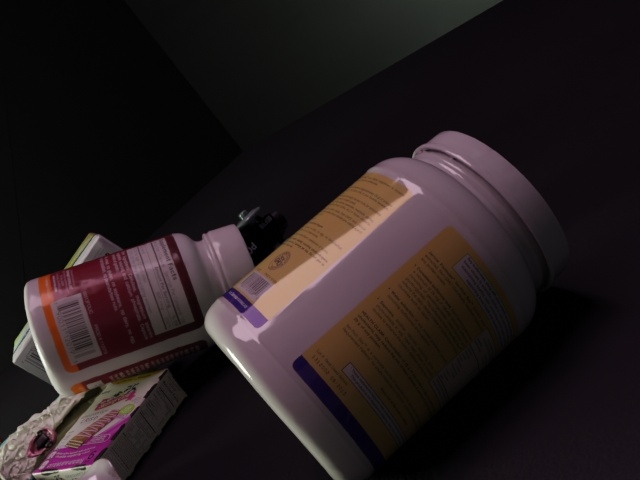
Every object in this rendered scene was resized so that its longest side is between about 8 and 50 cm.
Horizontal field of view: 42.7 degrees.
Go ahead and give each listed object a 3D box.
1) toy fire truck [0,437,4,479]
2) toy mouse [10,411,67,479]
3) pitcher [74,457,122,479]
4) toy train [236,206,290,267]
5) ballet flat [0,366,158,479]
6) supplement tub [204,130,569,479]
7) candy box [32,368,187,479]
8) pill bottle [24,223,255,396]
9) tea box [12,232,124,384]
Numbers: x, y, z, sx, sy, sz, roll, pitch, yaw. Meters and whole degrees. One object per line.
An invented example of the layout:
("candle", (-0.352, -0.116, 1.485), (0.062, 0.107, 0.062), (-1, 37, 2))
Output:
("toy fire truck", (-0.781, 0.481, 1.631), (0.302, 0.254, 0.169), (-46, 16, -28))
("toy mouse", (-0.487, 0.395, 1.468), (0.143, 0.161, 0.031), (-31, -30, 3))
("pitcher", (-0.381, 0.415, 1.171), (0.207, 0.125, 0.177), (-34, -11, -31))
("toy train", (-0.201, 0.061, 1.793), (0.190, 0.142, 0.334), (-36, 10, 50))
("ballet flat", (-0.433, 0.330, 1.582), (0.409, 0.147, 0.147), (-45, 15, -15))
("supplement tub", (0.072, 0.064, 0.869), (0.331, 0.241, 0.241), (-40, 14, -10))
("candy box", (-0.353, 0.328, 1.396), (0.159, 0.071, 0.233), (-17, 23, 32))
("pill bottle", (-0.313, 0.117, 1.500), (0.392, 0.224, 0.224), (-18, 11, -12))
("tea box", (-0.528, 0.175, 1.906), (0.329, 0.220, 0.323), (-58, 16, -10))
